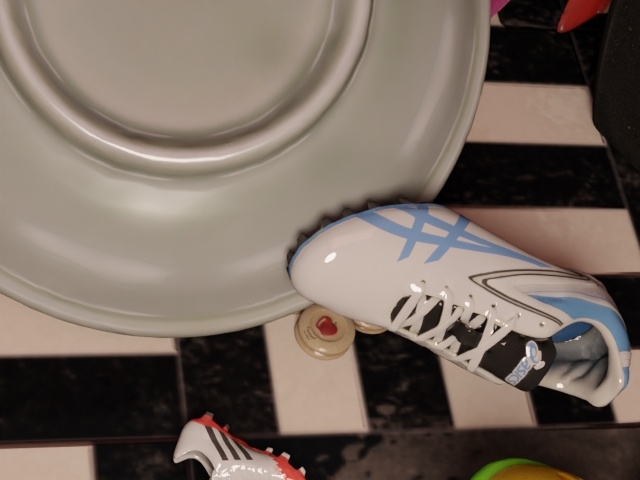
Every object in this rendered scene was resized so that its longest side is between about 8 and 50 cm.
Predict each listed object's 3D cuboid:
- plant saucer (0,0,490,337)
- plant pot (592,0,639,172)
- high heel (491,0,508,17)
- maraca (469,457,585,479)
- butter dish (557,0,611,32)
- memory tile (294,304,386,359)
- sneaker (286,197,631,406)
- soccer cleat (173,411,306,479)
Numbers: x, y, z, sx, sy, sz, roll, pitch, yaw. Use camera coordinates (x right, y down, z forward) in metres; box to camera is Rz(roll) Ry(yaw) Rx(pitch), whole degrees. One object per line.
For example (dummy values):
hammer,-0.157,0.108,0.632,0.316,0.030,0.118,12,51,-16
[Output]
plant saucer,-0.083,-0.142,0.822,0.400,0.100,0.401,0,89,-11
plant pot,0.302,-0.114,0.995,0.187,0.167,0.188,-31,69,-31
high heel,0.173,-0.196,1.071,0.244,0.082,0.117,-5,69,-26
maraca,0.141,0.193,0.785,0.185,0.099,0.127,34,51,-25
butter dish,0.211,-0.250,1.000,0.160,0.160,0.118,-34,72,-24
memory tile,0.000,0.000,0.922,0.113,0.012,0.148,-26,67,-30
sneaker,0.091,0.041,0.848,0.237,0.085,0.086,16,34,-27
soccer cleat,-0.044,0.130,0.812,0.083,0.029,0.036,29,62,8
